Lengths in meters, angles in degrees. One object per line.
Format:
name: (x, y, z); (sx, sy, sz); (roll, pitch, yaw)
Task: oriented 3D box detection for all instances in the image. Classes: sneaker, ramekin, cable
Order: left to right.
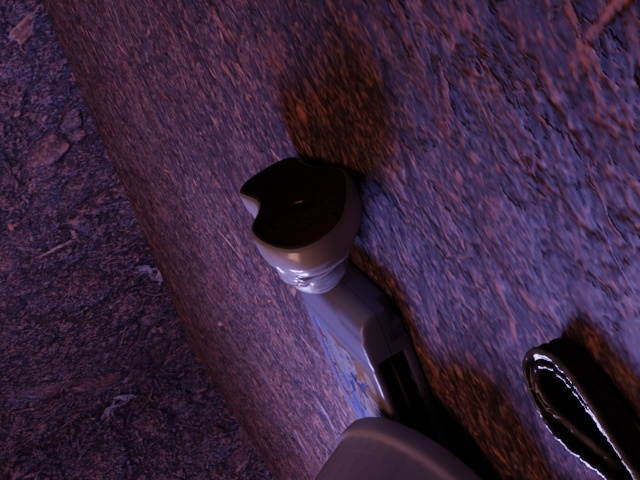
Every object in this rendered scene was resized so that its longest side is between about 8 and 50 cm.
sneaker: (0.000, 0.000, 1.194); (0.123, 0.106, 0.290); (60, 180, -15)
ramekin: (0.091, 0.326, 1.306); (0.273, 0.127, 0.272); (35, 151, 23)
cable: (0.208, 0.183, 0.788); (0.287, 0.072, 0.139); (57, 162, 19)

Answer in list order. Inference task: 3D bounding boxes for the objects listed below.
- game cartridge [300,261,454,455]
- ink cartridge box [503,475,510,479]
game cartridge: (0.063, 0.153, 1.388); (0.198, 0.062, 0.297); (35, 153, 56)
ink cartridge box: (0.171, 0.370, 1.088); (0.185, 0.065, 0.311); (64, -148, -20)
